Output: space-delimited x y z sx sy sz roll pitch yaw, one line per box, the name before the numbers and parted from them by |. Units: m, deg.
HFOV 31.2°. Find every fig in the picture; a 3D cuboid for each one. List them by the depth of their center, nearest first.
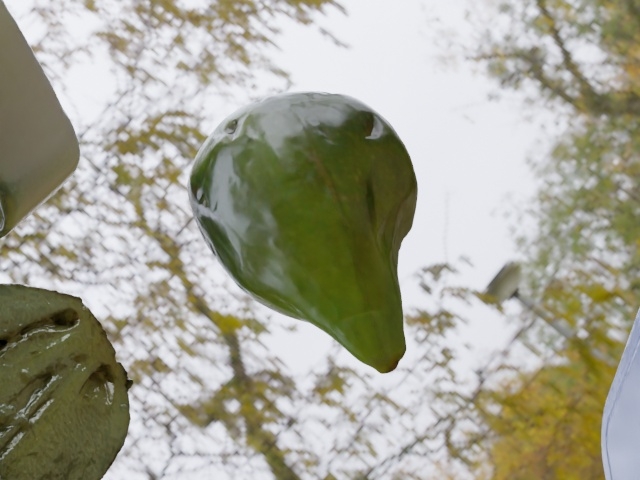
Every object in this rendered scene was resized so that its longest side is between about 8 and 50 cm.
fig | 0.000 0.000 1.014 0.206 0.275 0.206 -14 -36 -10

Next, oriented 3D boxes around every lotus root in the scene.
lotus root | -0.357 0.171 1.295 0.149 0.267 0.260 -23 19 29

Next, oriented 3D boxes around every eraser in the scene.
eraser | -0.386 -0.132 1.106 0.150 0.331 0.331 -52 -10 -53

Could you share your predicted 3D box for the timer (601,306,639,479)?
timer | 0.484 0.283 1.428 0.395 0.173 0.394 -178 90 -89
